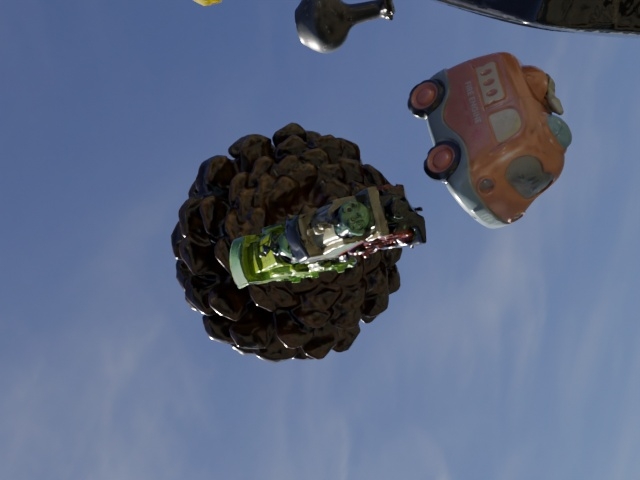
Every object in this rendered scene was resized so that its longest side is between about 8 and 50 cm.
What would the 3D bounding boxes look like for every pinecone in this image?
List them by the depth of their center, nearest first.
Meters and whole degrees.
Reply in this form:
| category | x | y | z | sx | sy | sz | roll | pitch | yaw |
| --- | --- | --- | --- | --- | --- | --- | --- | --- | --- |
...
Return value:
| category | x | y | z | sx | sy | sz | roll | pitch | yaw |
| --- | --- | --- | --- | --- | --- | --- | --- | --- | --- |
| pinecone | -0.062 | 0.024 | 2.274 | 0.398 | 0.398 | 0.397 | -36 | -47 | -51 |

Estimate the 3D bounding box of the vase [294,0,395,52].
| category | x | y | z | sx | sy | sz | roll | pitch | yaw |
| --- | --- | --- | --- | --- | --- | --- | --- | --- | --- |
| vase | 0.048 | -0.416 | 2.565 | 0.120 | 0.183 | 0.120 | -10 | -90 | -77 |

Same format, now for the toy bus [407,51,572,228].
| category | x | y | z | sx | sy | sz | roll | pitch | yaw |
| --- | --- | --- | --- | --- | --- | --- | --- | --- | --- |
| toy bus | 0.296 | -0.176 | 2.289 | 0.194 | 0.232 | 0.287 | 41 | -151 | -48 |

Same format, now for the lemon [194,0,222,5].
| category | x | y | z | sx | sy | sz | roll | pitch | yaw |
| --- | --- | --- | --- | --- | --- | --- | --- | --- | --- |
| lemon | -0.147 | -0.446 | 1.721 | 0.253 | 0.253 | 0.310 | -36 | -43 | -51 |

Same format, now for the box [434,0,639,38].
| category | x | y | z | sx | sy | sz | roll | pitch | yaw |
| --- | --- | --- | --- | --- | --- | --- | --- | --- | --- |
| box | 0.237 | -0.254 | 1.382 | 0.290 | 0.289 | 0.073 | -3 | -70 | -34 |

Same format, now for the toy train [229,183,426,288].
| category | x | y | z | sx | sy | sz | roll | pitch | yaw |
| --- | --- | --- | --- | --- | --- | --- | --- | --- | --- |
| toy train | 0.000 | 0.000 | 1.107 | 0.085 | 0.250 | 0.053 | -8 | -96 | -24 |
